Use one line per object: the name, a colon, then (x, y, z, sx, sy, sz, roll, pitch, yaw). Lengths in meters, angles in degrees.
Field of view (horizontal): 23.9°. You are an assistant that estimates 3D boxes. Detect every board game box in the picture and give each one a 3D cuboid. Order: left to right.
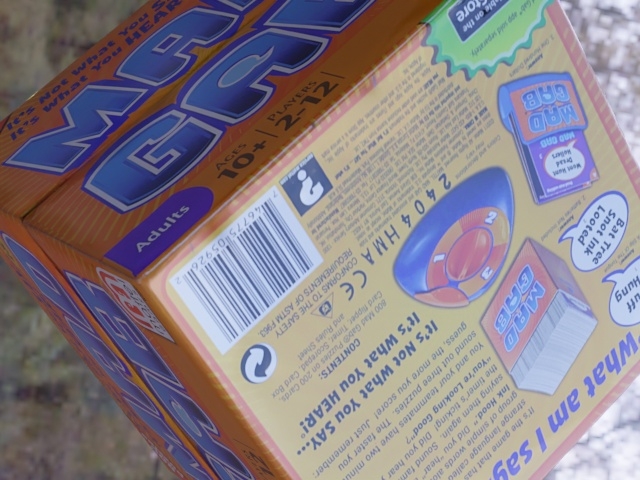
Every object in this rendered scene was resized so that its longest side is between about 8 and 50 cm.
board game box: (0.000, 0.000, 1.166, 0.356, 0.356, 0.356, -43, -149, -18)
